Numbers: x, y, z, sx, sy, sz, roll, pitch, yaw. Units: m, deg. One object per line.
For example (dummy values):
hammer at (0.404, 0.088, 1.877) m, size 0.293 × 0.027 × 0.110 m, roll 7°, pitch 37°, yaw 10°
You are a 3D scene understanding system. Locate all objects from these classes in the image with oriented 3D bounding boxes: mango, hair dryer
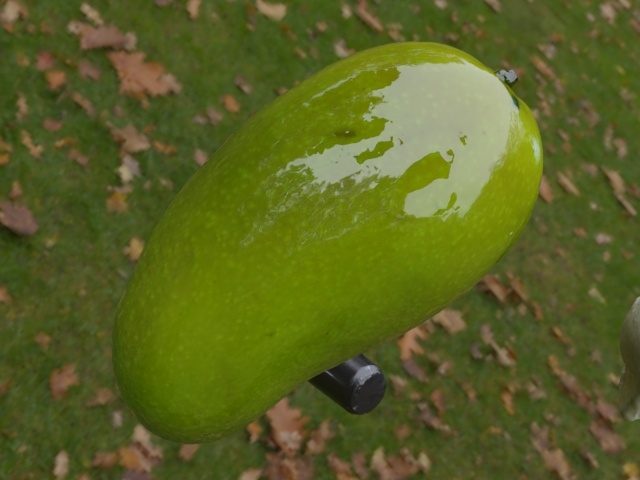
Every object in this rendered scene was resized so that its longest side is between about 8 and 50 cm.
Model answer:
mango at (0.000, 0.000, 0.660) m, size 0.143 × 0.293 × 0.175 m, roll 46°, pitch -6°, yaw 41°
hair dryer at (0.089, 0.112, 1.489) m, size 0.114 × 0.248 × 0.070 m, roll 34°, pitch -20°, yaw 41°

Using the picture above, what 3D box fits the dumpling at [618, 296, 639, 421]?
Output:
dumpling at (0.376, 0.069, 1.085) m, size 0.131 × 0.252 × 0.179 m, roll 34°, pitch 46°, yaw -14°
